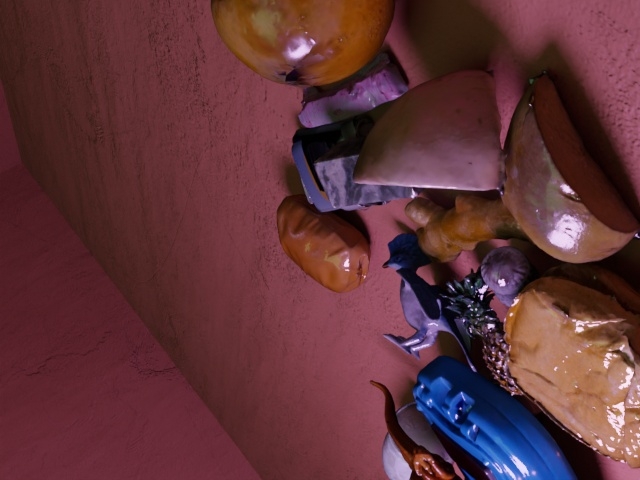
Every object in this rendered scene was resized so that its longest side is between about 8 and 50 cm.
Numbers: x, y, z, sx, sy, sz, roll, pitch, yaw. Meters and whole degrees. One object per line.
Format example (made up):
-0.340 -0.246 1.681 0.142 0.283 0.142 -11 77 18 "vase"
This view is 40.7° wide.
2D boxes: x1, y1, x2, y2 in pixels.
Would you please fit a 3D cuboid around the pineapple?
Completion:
0.278 0.141 1.319 0.103 0.083 0.221 -37 80 26 "pineapple"

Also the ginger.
0.235 -0.022 1.282 0.118 0.065 0.299 57 153 -16 "ginger"

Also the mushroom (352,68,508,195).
0.134 -0.150 1.150 0.236 0.173 0.162 -136 50 -82 "mushroom"

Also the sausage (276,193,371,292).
0.000 0.000 1.662 0.241 0.120 0.136 36 133 39 "sausage"

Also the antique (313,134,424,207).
0.082 -0.114 1.362 0.183 0.086 0.088 -5 116 42 "antique"

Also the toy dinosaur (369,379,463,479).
0.189 0.409 1.544 0.432 0.097 0.208 59 -167 24 "toy dinosaur"

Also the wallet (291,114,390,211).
0.034 -0.128 1.520 0.231 0.069 0.170 0 114 60 "wallet"

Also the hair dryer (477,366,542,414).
0.304 0.227 1.446 0.117 0.064 0.181 60 160 -4 "hair dryer"

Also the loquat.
-0.025 -0.346 1.202 0.263 0.263 0.263 42 150 31 "loquat"

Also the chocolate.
0.273 0.053 1.227 0.072 0.072 0.167 45 -176 26 "chocolate"

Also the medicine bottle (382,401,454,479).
0.200 0.416 1.736 0.147 0.147 0.143 43 148 28 "medicine bottle"

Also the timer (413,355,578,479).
0.297 0.355 1.456 0.309 0.115 0.340 59 168 -24 "timer"

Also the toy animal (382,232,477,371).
0.179 0.106 1.426 0.255 0.176 0.239 33 -176 30 "toy animal"

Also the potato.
0.277 -0.071 1.077 0.138 0.098 0.243 -31 90 50 "potato"

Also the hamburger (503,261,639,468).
0.381 0.163 1.138 0.283 0.144 0.259 48 149 30 "hamburger"

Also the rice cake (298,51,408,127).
0.040 -0.239 1.403 0.290 0.051 0.081 -2 108 61 "rice cake"
